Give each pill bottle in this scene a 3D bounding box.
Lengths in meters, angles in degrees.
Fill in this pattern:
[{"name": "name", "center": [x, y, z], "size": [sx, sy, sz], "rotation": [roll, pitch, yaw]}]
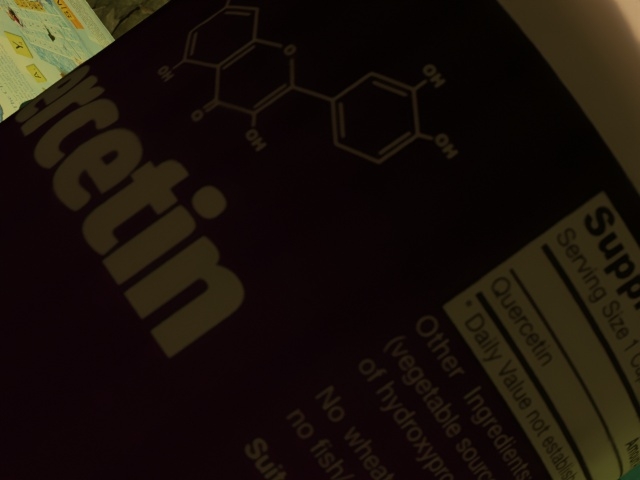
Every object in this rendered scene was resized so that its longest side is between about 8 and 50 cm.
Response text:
[{"name": "pill bottle", "center": [-0.002, 0.015, 0.461], "size": [0.181, 0.323, 0.181], "rotation": [53, -3, 4]}]

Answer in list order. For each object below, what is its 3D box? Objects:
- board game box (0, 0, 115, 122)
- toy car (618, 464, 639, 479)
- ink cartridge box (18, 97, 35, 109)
[{"name": "board game box", "center": [-0.294, -0.194, 1.294], "size": [0.319, 0.066, 0.318], "rotation": [53, 20, 6]}, {"name": "toy car", "center": [0.004, 0.168, 0.592], "size": [0.238, 0.219, 0.210], "rotation": [22, -27, -3]}, {"name": "ink cartridge box", "center": [0.000, 0.000, 0.950], "size": [0.270, 0.198, 0.197], "rotation": [11, -64, 40]}]
